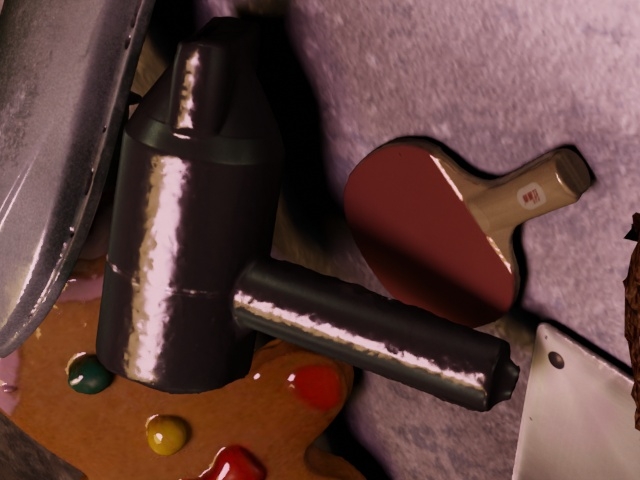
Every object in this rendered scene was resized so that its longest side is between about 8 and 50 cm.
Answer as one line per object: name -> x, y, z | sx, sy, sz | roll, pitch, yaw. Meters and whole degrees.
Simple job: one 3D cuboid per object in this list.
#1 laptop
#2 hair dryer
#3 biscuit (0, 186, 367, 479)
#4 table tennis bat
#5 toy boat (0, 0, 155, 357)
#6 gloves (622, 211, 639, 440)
laptop -> 0.235, 0.180, 0.883 | 0.269, 0.015, 0.188 | 34, 145, 30
hair dryer -> 0.000, 0.000, 0.911 | 0.302, 0.116, 0.244 | 19, 113, 19
biscuit -> -0.108, 0.157, 1.106 | 0.283, 0.064, 0.432 | -35, 110, 17
table tennis bat -> 0.091, -0.011, 0.888 | 0.138, 0.022, 0.246 | 57, 152, -4
toy boat -> -0.190, -0.072, 0.980 | 0.141, 0.092, 0.320 | 15, 89, 47
gloves -> 0.234, 0.102, 0.671 | 0.312, 0.135, 0.210 | 59, 178, 2
